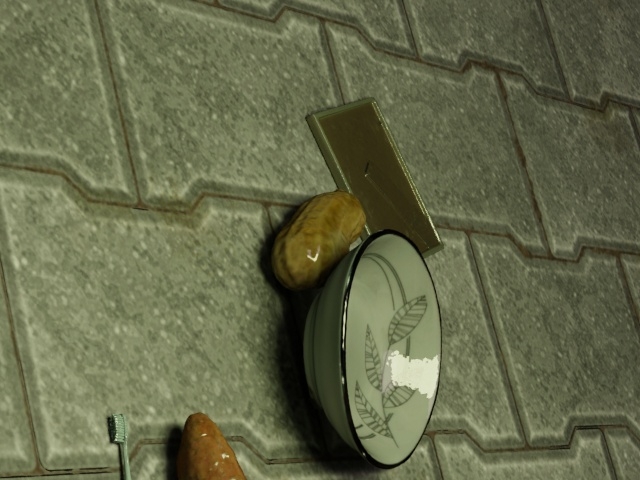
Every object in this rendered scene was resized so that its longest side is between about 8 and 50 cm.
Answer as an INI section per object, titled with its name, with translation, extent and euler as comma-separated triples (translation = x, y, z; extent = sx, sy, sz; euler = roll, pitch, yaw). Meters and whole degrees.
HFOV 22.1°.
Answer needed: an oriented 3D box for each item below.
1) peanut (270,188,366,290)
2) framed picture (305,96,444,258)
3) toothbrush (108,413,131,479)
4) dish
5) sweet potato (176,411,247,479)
[peanut]
translation = 0.000, 0.000, 2.239
extent = 0.108, 0.095, 0.226
euler = 69, 28, -22
[framed picture]
translation = 0.087, -0.084, 2.470
extent = 0.192, 0.018, 0.265
euler = -22, 86, -56
[toothbrush]
translation = -0.215, 0.298, 1.831
extent = 0.019, 0.016, 0.220
euler = 15, 58, -46
[dish]
translation = 0.054, 0.142, 2.167
extent = 0.316, 0.106, 0.316
euler = 0, 90, -63
[sweet potato]
translation = -0.117, 0.317, 1.887
extent = 0.097, 0.097, 0.252
euler = 7, 60, -51
